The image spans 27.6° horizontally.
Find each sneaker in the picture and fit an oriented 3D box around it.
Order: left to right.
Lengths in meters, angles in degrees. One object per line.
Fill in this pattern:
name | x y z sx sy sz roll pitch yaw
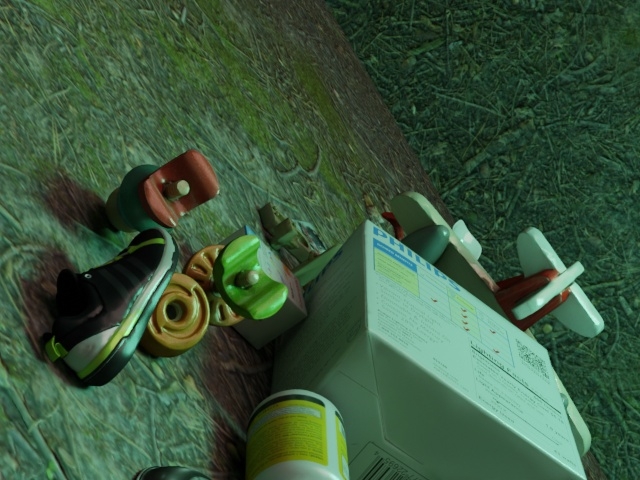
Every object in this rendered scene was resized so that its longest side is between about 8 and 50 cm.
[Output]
sneaker | -0.220 0.046 1.350 0.097 0.084 0.235 38 34 -17

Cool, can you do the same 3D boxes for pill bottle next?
pill bottle | -0.026 0.271 1.471 0.119 0.119 0.208 50 15 -22

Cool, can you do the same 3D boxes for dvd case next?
dvd case | -0.020 0.003 2.324 0.087 0.013 0.119 59 15 13

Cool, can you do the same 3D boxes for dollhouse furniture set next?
dollhouse furniture set | 0.000 0.000 2.167 0.144 0.123 0.151 44 18 -39

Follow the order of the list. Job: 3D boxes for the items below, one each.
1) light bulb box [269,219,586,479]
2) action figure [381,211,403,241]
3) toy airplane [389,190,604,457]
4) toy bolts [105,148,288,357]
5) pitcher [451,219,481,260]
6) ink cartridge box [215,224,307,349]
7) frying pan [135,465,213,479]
light bulb box | 0.132 0.210 1.758 0.358 0.225 0.361 36 18 -12
action figure | 0.085 0.080 2.262 0.091 0.139 0.280 -35 131 -40
toy airplane | 0.259 0.141 2.066 0.386 0.272 0.384 37 -28 44
toy bolts | -0.190 0.025 1.564 0.218 0.158 0.228 -33 101 -36
pitcher | 0.211 0.062 2.560 0.125 0.207 0.178 54 14 -6
ink cartridge box | -0.088 0.070 1.781 0.143 0.090 0.092 46 17 -32
frying pan | -0.107 0.328 1.231 0.197 0.053 0.326 49 12 -21
